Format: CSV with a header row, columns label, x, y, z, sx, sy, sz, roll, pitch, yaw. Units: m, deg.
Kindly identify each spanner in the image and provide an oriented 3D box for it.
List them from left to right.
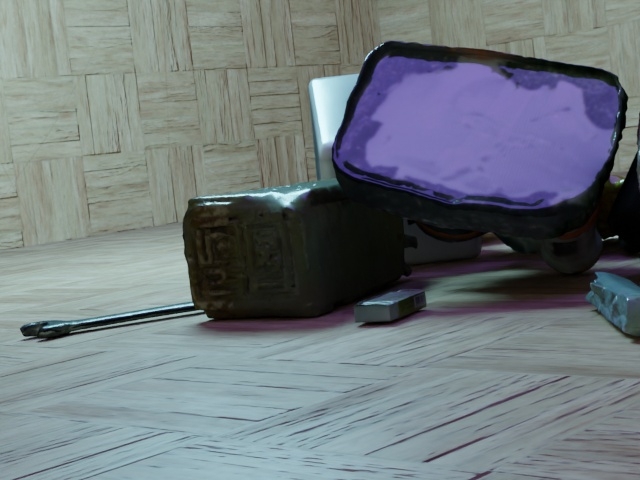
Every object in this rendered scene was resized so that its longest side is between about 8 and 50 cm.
label,x,y,z,sx,sy,sz,roll,pitch,yaw
spanner,-0.183,0.077,1.302,0.254,0.015,0.054,-8,7,-22

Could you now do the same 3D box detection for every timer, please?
label,x,y,z,sx,sy,sz,roll,pitch,yaw
timer,0.093,-0.093,1.580,0.195,0.192,0.194,-6,36,-1

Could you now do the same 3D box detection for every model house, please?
label,x,y,z,sx,sy,sz,roll,pitch,yaw
model house,0.182,-0.050,1.317,0.271,0.190,0.301,10,-23,20

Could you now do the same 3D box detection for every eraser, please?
label,x,y,z,sx,sy,sz,roll,pitch,yaw
eraser,0.064,0.060,1.133,0.038,0.019,0.083,-2,6,28

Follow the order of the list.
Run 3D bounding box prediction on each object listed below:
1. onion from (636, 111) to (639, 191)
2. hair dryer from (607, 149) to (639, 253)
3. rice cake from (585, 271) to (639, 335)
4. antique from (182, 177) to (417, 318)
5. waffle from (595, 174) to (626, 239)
label,x,y,z,sx,sy,sz,roll,pitch,yaw
onion,0.401,-0.074,1.088,0.280,0.314,0.146,17,-28,-14
hair dryer,0.379,-0.082,1.307,0.116,0.244,0.302,27,-12,5
rice cake,0.231,0.048,0.965,0.042,0.030,0.180,7,5,3
antique,0.000,0.000,1.324,0.150,0.125,0.284,-2,6,34
waffle,0.320,-0.044,1.523,0.238,0.058,0.243,16,-14,-19
